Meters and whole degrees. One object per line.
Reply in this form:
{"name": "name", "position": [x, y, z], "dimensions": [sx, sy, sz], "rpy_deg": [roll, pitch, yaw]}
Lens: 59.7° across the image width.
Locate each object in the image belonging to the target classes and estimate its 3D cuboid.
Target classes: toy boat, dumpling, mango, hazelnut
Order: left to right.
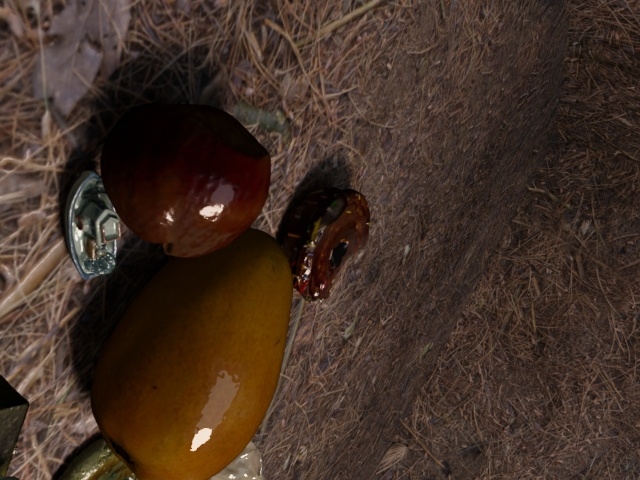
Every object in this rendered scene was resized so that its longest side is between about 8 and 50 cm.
{"name": "toy boat", "position": [-0.250, -0.014, 0.621], "dimensions": [0.059, 0.066, 0.140], "rpy_deg": [-28, 136, -45]}
{"name": "hazelnut", "position": [-0.153, -0.076, 0.652], "dimensions": [0.202, 0.170, 0.160], "rpy_deg": [7, 135, -36]}
{"name": "mango", "position": [-0.158, 0.146, 0.777], "dimensions": [0.378, 0.221, 0.264], "rpy_deg": [-64, 152, -23]}
{"name": "dumpling", "position": [-0.174, 0.471, 1.137], "dimensions": [0.108, 0.127, 0.188], "rpy_deg": [-27, 143, -61]}

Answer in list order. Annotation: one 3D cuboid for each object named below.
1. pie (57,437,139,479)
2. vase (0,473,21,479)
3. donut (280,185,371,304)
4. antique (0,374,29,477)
{"name": "pie", "position": [-0.333, 0.375, 0.854], "dimensions": [0.187, 0.041, 0.186], "rpy_deg": [-44, 148, -37]}
{"name": "vase", "position": [-0.356, 0.308, 0.540], "dimensions": [0.148, 0.081, 0.081], "rpy_deg": [-55, 153, -5]}
{"name": "donut", "position": [0.001, -0.001, 1.063], "dimensions": [0.230, 0.096, 0.216], "rpy_deg": [-57, 151, -12]}
{"name": "antique", "position": [-0.394, 0.251, 0.587], "dimensions": [0.081, 0.080, 0.220], "rpy_deg": [5, 111, -61]}
